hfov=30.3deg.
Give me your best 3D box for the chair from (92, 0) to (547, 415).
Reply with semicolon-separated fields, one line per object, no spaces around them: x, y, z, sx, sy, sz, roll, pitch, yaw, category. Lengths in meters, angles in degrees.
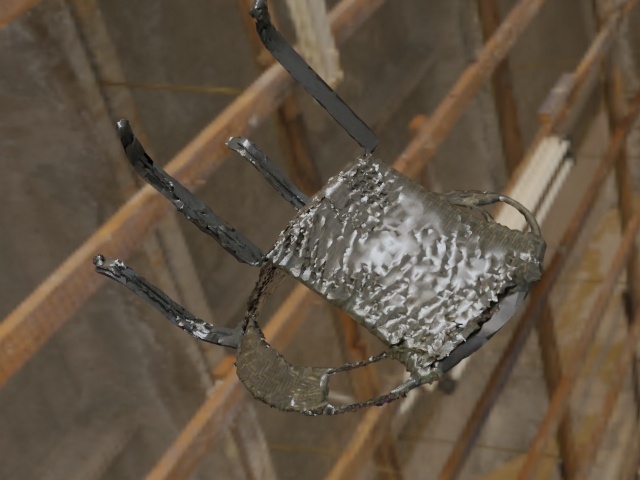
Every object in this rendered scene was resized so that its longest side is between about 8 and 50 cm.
0.000;0.000;0.624;0.174;0.213;0.149;-46;-14;-29;chair
